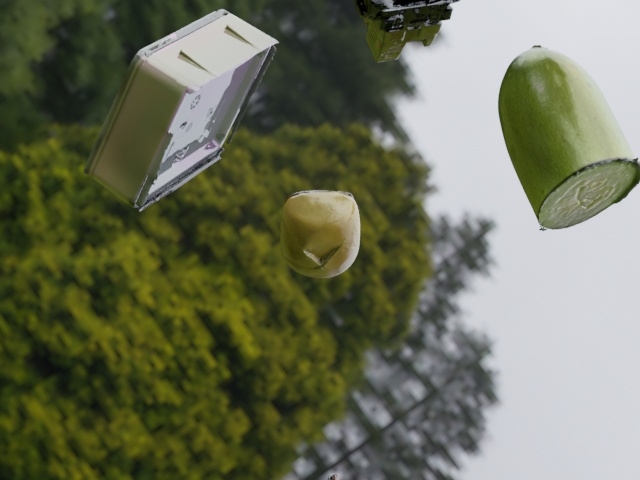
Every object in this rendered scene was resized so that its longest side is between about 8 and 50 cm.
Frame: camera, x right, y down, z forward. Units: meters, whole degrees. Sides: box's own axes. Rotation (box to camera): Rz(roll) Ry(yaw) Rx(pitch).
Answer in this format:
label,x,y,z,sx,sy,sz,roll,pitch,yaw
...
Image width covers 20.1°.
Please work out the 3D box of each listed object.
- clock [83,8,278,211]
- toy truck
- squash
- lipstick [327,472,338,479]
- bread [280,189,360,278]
label,x,y,z,sx,sy,sz,roll,pitch,yaw
clock,-0.129,-0.128,1.704,0.071,0.192,0.147,33,-60,9
toy truck,0.069,-0.347,2.182,0.127,0.127,0.257,107,-33,-57
squash,0.239,-0.117,1.821,0.123,0.123,0.187,91,-19,-63
lipstick,0.012,0.307,1.967,0.025,0.025,0.107,-166,-100,-81
bread,0.000,0.000,1.814,0.115,0.082,0.056,97,-6,-52
